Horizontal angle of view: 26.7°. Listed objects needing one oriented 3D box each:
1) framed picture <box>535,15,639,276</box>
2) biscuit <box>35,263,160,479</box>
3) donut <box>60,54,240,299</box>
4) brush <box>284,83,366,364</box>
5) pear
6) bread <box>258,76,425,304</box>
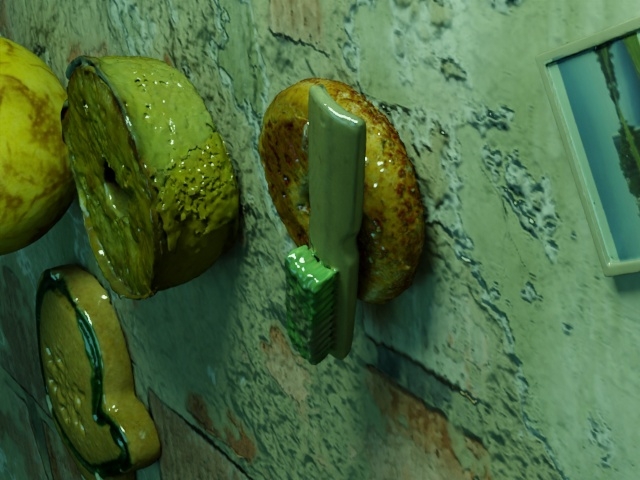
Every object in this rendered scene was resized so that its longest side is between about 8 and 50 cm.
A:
[{"bbox_3d":[0.186,-0.054,0.807,0.109,0.011,0.149,-15,94,61],"label":"framed picture"},{"bbox_3d":[-0.299,0.204,1.757,0.287,0.057,0.344,44,142,39],"label":"biscuit"},{"bbox_3d":[-0.170,-0.065,1.331,0.272,0.107,0.272,42,140,49],"label":"donut"},{"bbox_3d":[0.000,0.000,1.009,0.054,0.048,0.282,44,151,28],"label":"brush"},{"bbox_3d":[-0.416,-0.110,1.559,0.280,0.280,0.281,38,137,45],"label":"pear"},{"bbox_3d":[0.018,-0.041,1.058,0.193,0.064,0.193,44,148,37],"label":"bread"}]
